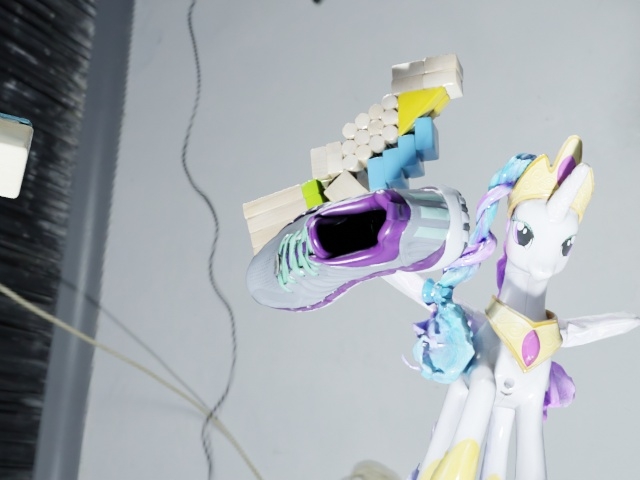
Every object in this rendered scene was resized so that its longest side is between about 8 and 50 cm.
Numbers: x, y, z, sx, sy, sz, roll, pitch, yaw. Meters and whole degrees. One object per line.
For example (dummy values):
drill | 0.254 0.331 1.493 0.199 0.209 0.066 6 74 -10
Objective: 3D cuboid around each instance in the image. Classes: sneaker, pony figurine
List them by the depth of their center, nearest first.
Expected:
sneaker | 0.000 0.000 0.684 0.223 0.098 0.083 -22 70 41
pony figurine | 0.169 0.112 0.844 0.302 0.351 0.364 13 79 1

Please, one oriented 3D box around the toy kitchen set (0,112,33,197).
toy kitchen set | -0.273 -0.173 0.709 0.166 0.122 0.207 -99 29 -49

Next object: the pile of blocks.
pile of blocks | 0.066 -0.075 1.143 0.362 0.112 0.149 -43 64 5
